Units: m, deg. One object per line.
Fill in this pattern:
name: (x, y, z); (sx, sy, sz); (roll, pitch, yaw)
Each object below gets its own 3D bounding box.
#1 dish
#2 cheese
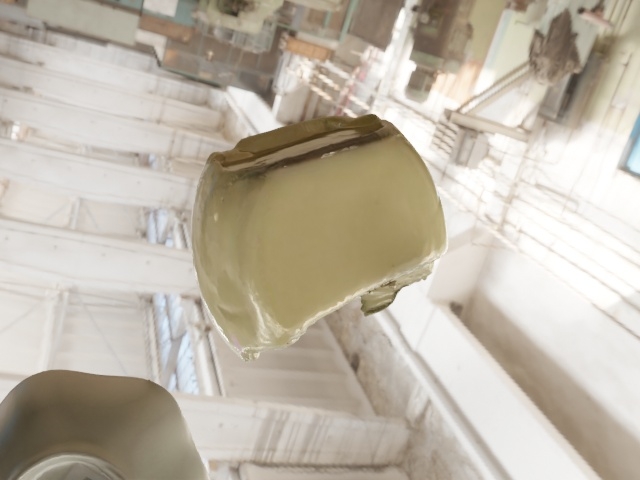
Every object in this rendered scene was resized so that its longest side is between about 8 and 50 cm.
dish: (-0.172, 0.186, 0.506); (0.190, 0.191, 0.066); (14, 177, -9)
cheese: (0.000, 0.000, 0.725); (0.266, 0.233, 0.127); (-21, -164, -19)
